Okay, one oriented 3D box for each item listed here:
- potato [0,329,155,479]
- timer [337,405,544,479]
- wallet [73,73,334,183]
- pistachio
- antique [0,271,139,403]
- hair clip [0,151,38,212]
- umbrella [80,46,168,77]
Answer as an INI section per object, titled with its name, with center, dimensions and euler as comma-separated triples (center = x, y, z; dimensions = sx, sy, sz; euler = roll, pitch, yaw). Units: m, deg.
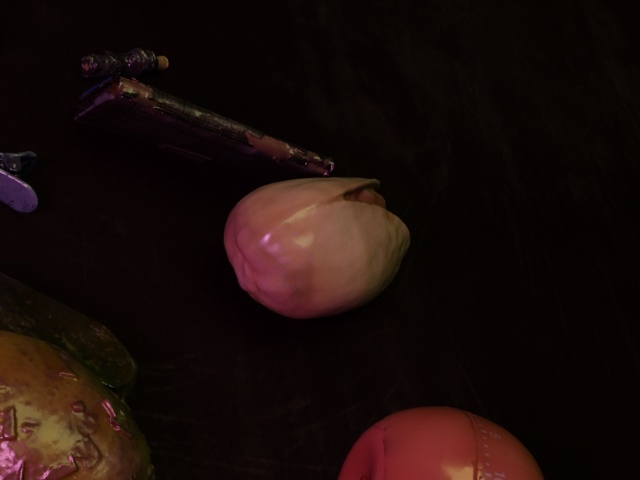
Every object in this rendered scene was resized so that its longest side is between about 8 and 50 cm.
[potato]
center = -0.294, 0.175, 1.154
dimensions = 0.298, 0.141, 0.176
euler = 34, 35, -8
[timer]
center = 0.133, 0.298, 1.322
dimensions = 0.215, 0.229, 0.229
euler = 22, 40, -17
[wallet]
center = -0.153, -0.139, 1.587
dimensions = 0.317, 0.169, 0.044
euler = 18, 79, -26
[pistachio]
center = 0.000, 0.000, 1.548
dimensions = 0.299, 0.187, 0.187
euler = -14, 62, -52
[antique]
center = -0.298, 0.113, 1.267
dimensions = 0.221, 0.081, 0.080
euler = 28, 41, -16
[hair clip]
center = -0.459, -0.094, 1.379
dimensions = 0.275, 0.048, 0.083
euler = 12, 46, -25
[umbrella]
center = -0.273, -0.248, 1.689
dimensions = 0.144, 0.040, 0.037
euler = -13, 52, -48
